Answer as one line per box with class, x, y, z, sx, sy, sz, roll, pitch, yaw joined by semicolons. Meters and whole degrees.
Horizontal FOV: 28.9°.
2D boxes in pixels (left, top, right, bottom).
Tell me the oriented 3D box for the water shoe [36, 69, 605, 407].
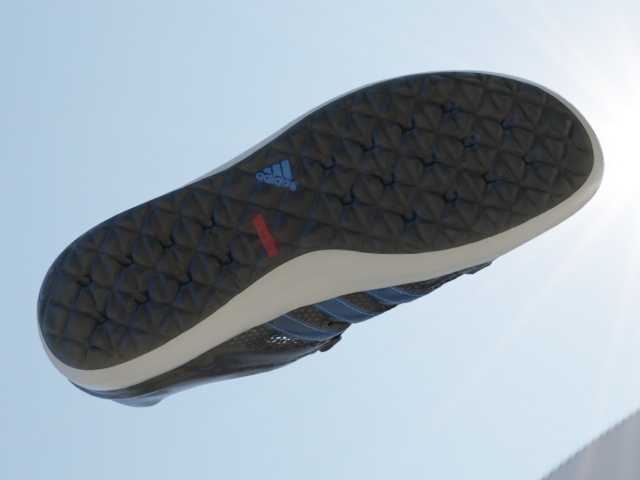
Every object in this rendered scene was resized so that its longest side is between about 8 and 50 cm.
water shoe;0.000;0.000;0.446;0.203;0.073;0.080;-19;-22;-1
